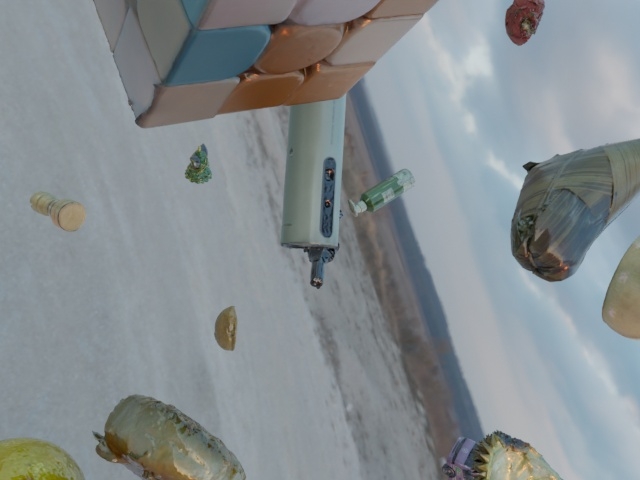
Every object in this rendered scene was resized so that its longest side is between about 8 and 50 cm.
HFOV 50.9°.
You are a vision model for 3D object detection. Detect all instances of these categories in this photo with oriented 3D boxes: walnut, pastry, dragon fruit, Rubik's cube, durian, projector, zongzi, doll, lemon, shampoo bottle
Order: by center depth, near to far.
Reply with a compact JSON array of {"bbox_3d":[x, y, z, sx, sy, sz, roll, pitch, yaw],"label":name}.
[{"bbox_3d":[-0.083,-0.381,0.826,0.347,0.344,0.347,-31,-102,55],"label":"Rubik's cube"},{"bbox_3d":[-0.240,0.357,1.092,0.121,0.256,0.236,-55,154,-28],"label":"pastry"},{"bbox_3d":[0.462,-0.068,1.096,0.134,0.288,0.286,57,38,-22],"label":"zongzi"},{"bbox_3d":[-0.505,0.443,1.097,0.253,0.228,0.229,19,53,-85],"label":"lemon"},{"bbox_3d":[0.342,0.421,1.180,0.252,0.139,0.144,48,6,-13],"label":"durian"},{"bbox_3d":[-0.012,-0.154,1.230,0.108,0.108,0.338,30,63,-80],"label":"projector"},{"bbox_3d":[-0.249,0.230,1.750,0.091,0.052,0.121,-159,-109,-69],"label":"walnut"},{"bbox_3d":[0.165,-0.128,1.848,0.065,0.204,0.065,46,-24,28],"label":"shampoo bottle"},{"bbox_3d":[-0.328,-0.209,1.872,0.076,0.113,0.078,33,47,-3],"label":"doll"},{"bbox_3d":[0.590,-0.652,1.954,0.106,0.083,0.162,-113,-141,-65],"label":"dragon fruit"}]

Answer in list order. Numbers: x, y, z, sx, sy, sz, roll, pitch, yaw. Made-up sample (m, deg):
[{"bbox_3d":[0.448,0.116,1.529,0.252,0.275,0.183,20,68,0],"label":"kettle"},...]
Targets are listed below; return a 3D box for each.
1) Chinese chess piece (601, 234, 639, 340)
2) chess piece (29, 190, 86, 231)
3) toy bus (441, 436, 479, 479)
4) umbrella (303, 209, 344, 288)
[{"bbox_3d":[0.786,0.110,1.610,0.112,0.270,0.270,28,-25,38],"label":"Chinese chess piece"},{"bbox_3d":[-0.545,-0.066,1.382,0.066,0.122,0.066,-33,133,-43],"label":"chess piece"},{"bbox_3d":[0.368,0.583,1.640,0.096,0.108,0.199,-43,130,-42],"label":"toy bus"},{"bbox_3d":[0.000,0.000,1.720,0.340,0.118,0.118,-82,155,-52],"label":"umbrella"}]
